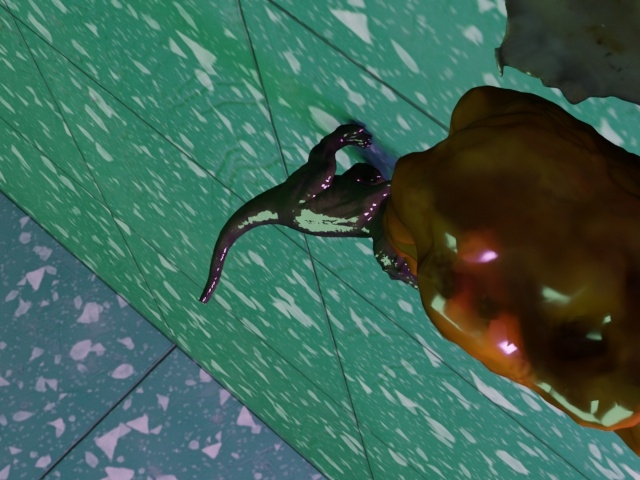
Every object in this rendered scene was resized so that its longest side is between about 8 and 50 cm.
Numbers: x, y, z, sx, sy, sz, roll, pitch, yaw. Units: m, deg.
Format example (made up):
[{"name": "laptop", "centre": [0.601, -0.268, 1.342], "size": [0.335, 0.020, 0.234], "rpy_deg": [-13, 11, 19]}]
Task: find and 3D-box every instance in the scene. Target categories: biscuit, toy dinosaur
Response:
[{"name": "biscuit", "centre": [0.179, 0.043, 0.712], "size": [0.312, 0.110, 0.318], "rpy_deg": [31, -172, 8]}, {"name": "toy dinosaur", "centre": [0.000, 0.000, 1.273], "size": [0.187, 0.179, 0.087], "rpy_deg": [30, 160, 36]}]

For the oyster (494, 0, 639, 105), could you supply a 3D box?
[{"name": "oyster", "centre": [0.188, -0.094, 0.667], "size": [0.233, 0.107, 0.161], "rpy_deg": [47, 129, 10]}]
